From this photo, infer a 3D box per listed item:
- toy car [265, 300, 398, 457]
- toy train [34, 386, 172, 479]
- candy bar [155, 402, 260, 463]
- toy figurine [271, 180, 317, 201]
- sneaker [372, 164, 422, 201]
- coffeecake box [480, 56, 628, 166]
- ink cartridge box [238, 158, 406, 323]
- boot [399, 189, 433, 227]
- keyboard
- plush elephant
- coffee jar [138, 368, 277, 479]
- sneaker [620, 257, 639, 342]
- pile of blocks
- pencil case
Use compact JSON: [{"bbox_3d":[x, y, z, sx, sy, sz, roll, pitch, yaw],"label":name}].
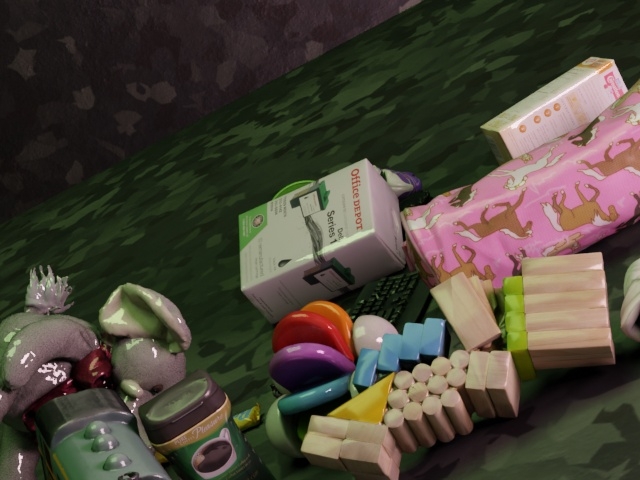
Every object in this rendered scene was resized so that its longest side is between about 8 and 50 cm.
[{"bbox_3d":[-0.001,0.148,1.733,0.159,0.136,0.182,-20,42,25],"label":"toy car"},{"bbox_3d":[-0.213,0.283,1.583,0.142,0.190,0.334,-14,18,-16],"label":"toy train"},{"bbox_3d":[-0.142,0.246,1.929,0.161,0.018,0.040,-25,18,17],"label":"candy bar"},{"bbox_3d":[-0.030,-0.014,2.377,0.173,0.130,0.159,-56,2,4],"label":"toy figurine"},{"bbox_3d":[0.117,-0.080,2.384,0.071,0.068,0.170,1,6,-11],"label":"sneaker"},{"bbox_3d":[0.329,-0.135,2.033,0.185,0.142,0.068,-32,18,-9],"label":"coffeecake box"},{"bbox_3d":[0.000,0.000,2.184,0.219,0.092,0.160,-25,42,18],"label":"ink cartridge box"},{"bbox_3d":[0.111,-0.040,2.282,0.099,0.045,0.121,-35,20,-18],"label":"boot"},{"bbox_3d":[0.028,0.135,1.948,0.201,0.033,0.317,-20,19,29],"label":"keyboard"},{"bbox_3d":[-0.288,0.189,1.973,0.255,0.272,0.330,6,56,10],"label":"plush elephant"},{"bbox_3d":[-0.115,0.233,1.639,0.096,0.184,0.079,-32,17,-11],"label":"coffee jar"},{"bbox_3d":[0.399,0.053,1.521,0.232,0.090,0.115,-27,22,39],"label":"sneaker"},{"bbox_3d":[0.145,0.135,1.593,0.362,0.112,0.149,-27,59,1],"label":"pile of blocks"},{"bbox_3d":[0.281,-0.052,1.859,0.386,0.160,0.167,-30,-16,2],"label":"pencil case"}]
